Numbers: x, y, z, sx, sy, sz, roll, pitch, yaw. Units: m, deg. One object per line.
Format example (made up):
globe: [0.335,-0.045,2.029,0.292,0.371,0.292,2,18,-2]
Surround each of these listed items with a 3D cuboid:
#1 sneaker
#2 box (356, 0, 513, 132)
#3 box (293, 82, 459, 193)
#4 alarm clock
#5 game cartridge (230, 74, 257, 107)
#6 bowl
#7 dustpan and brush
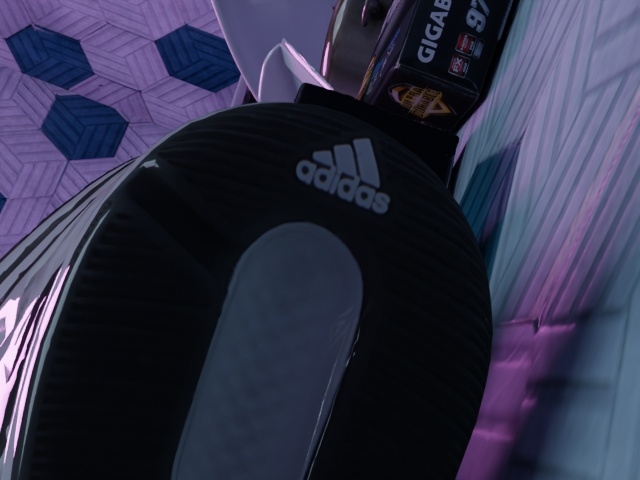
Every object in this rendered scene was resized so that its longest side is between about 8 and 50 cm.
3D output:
sneaker: [-0.098,0.170,0.567,0.447,0.169,0.257,-66,15,-5]
box: [0.072,-0.138,0.974,0.220,0.051,0.175,126,164,-76]
box: [-0.005,0.033,0.866,0.158,0.093,0.156,114,175,-46]
alarm clock: [0.039,-0.149,1.161,0.192,0.064,0.129,61,-132,-81]
game cartridge: [-0.046,-0.053,1.564,0.297,0.062,0.198,-79,-19,-56]
bowl: [0.001,-0.251,1.489,0.298,0.134,0.297,-15,-90,-74]
dustpan and brush: [0.000,0.000,1.027,0.147,0.060,0.211,51,162,44]
